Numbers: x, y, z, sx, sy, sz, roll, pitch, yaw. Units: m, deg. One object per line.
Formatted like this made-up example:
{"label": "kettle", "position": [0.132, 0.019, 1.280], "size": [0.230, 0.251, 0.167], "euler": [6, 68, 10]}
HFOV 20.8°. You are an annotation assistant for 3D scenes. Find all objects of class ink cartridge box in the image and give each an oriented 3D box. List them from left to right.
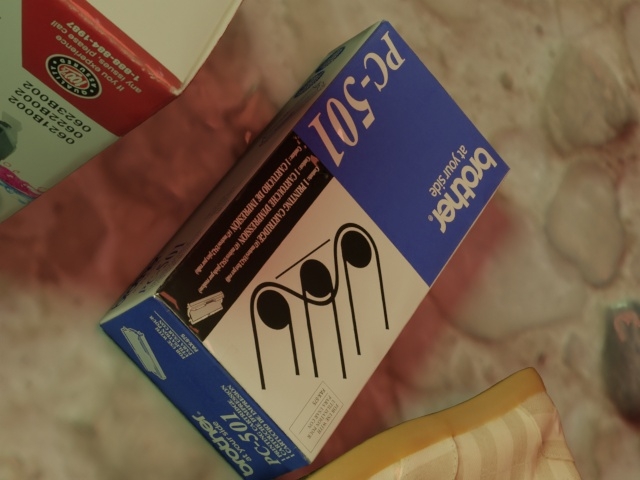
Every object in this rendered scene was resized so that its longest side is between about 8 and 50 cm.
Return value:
{"label": "ink cartridge box", "position": [-0.117, -0.099, 0.629], "size": [0.128, 0.176, 0.127], "euler": [39, 53, -18]}
{"label": "ink cartridge box", "position": [0.000, 0.000, 0.766], "size": [0.097, 0.046, 0.207], "euler": [49, 48, -12]}

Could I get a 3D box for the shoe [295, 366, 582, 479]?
{"label": "shoe", "position": [0.035, 0.109, 0.724], "size": [0.219, 0.076, 0.058], "euler": [-18, 77, -45]}
